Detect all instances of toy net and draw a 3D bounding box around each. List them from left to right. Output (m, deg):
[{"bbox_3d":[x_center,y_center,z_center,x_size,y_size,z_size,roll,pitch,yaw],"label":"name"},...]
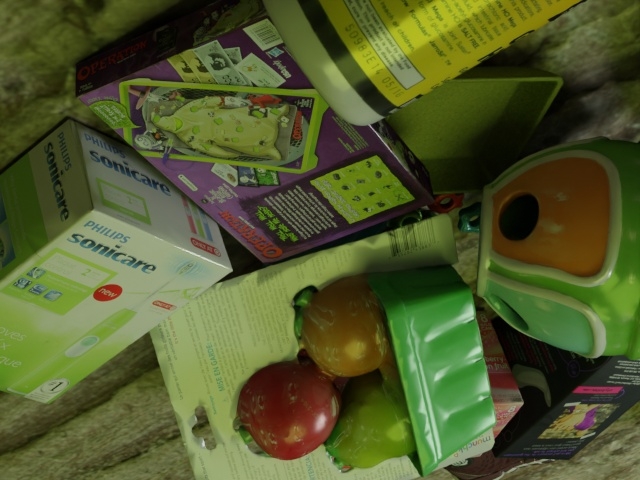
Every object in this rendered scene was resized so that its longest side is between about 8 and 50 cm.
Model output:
[{"bbox_3d":[0.187,-0.041,1.703,0.232,0.045,0.122,-21,135,-2],"label":"toy net"}]

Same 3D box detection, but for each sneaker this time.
[{"bbox_3d":[0.273,0.274,2.156,0.281,0.106,0.162,-36,141,25],"label":"sneaker"}]

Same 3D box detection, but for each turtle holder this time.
[{"bbox_3d":[0.287,0.004,1.617,0.227,0.243,0.320,3,-172,5],"label":"turtle holder"}]

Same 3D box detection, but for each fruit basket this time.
[{"bbox_3d":[0.008,0.155,1.661,0.353,0.165,0.327,-16,116,-2],"label":"fruit basket"}]

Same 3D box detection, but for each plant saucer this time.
[{"bbox_3d":[0.134,-0.123,1.547,0.188,0.045,0.188,-4,145,-23],"label":"plant saucer"}]

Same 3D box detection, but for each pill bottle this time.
[{"bbox_3d":[0.126,-0.251,1.220,0.334,0.188,0.188,-29,146,16],"label":"pill bottle"}]

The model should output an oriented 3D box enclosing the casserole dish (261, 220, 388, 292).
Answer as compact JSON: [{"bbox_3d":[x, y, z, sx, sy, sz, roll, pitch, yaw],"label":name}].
[{"bbox_3d":[0.000,0.000,1.668,0.114,0.037,0.188,3,141,-30],"label":"casserole dish"}]

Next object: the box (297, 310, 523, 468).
[{"bbox_3d":[0.086,0.190,1.889,0.299,0.154,0.142,0,142,-25],"label":"box"}]

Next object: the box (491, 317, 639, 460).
[{"bbox_3d":[0.332,0.155,1.949,0.143,0.165,0.270,7,139,-35],"label":"box"}]

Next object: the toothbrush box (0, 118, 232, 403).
[{"bbox_3d":[-0.268,0.030,1.498,0.283,0.122,0.206,-36,144,22],"label":"toothbrush box"}]

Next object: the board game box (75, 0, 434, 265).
[{"bbox_3d":[-0.053,-0.100,1.429,0.208,0.056,0.347,-23,143,18],"label":"board game box"}]
